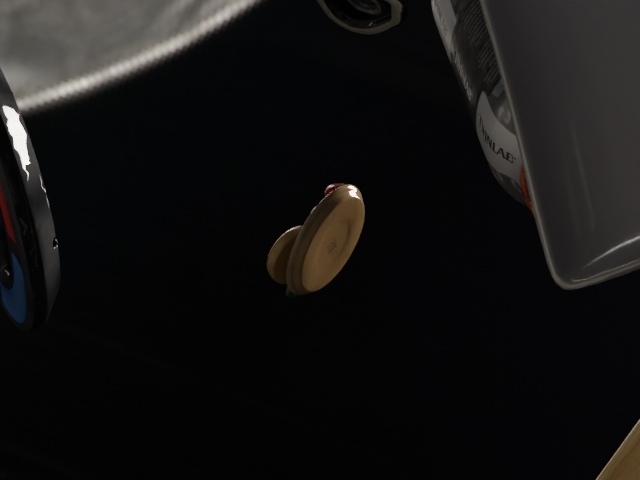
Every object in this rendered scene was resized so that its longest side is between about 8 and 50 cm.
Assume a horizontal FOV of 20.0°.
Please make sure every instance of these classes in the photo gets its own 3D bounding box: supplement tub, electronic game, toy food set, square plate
[{"bbox_3d":[0.223,-0.156,1.654,0.316,0.193,0.194,-104,-156,-46],"label":"supplement tub"},{"bbox_3d":[-0.237,-0.045,1.283,0.229,0.048,0.229,162,-90,-72],"label":"electronic game"},{"bbox_3d":[0.000,0.000,1.181,0.083,0.020,0.082,-57,156,-8],"label":"toy food set"},{"bbox_3d":[0.279,-0.163,1.179,0.049,0.344,0.347,48,26,-59],"label":"square plate"}]

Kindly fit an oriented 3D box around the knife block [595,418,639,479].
[{"bbox_3d":[0.279,0.145,1.299,0.275,0.088,0.242,-11,122,-50],"label":"knife block"}]

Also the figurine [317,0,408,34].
[{"bbox_3d":[0.020,-0.322,1.560,0.092,0.215,0.209,-16,-137,55],"label":"figurine"}]
